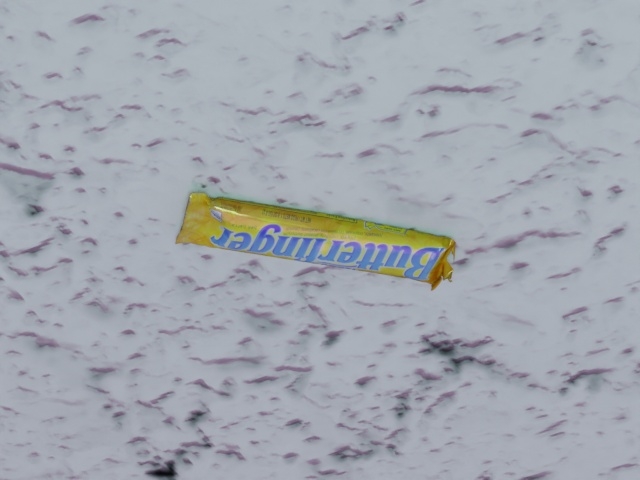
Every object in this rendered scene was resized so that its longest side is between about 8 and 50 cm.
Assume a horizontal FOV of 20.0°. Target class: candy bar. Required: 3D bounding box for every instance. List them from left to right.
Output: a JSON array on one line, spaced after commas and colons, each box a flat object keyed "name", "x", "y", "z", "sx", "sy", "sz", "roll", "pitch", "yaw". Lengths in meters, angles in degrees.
[{"name": "candy bar", "x": 0.000, "y": 0.000, "z": 1.038, "sx": 0.161, "sy": 0.018, "sz": 0.040, "roll": 10, "pitch": 132, "yaw": -7}]
